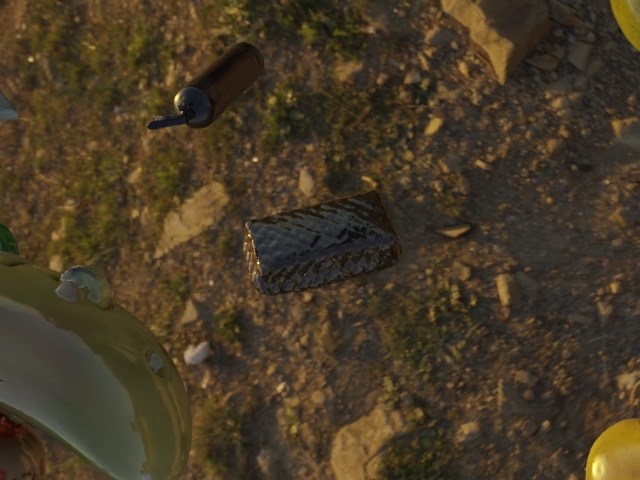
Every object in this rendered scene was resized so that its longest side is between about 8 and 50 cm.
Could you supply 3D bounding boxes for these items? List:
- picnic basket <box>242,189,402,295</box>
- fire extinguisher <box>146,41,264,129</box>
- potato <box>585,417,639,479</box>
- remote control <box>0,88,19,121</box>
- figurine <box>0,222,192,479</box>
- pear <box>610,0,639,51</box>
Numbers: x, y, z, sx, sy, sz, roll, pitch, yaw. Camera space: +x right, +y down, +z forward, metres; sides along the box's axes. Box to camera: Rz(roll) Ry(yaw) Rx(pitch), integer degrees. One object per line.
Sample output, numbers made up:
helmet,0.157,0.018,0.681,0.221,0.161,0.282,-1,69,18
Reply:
picnic basket,0.000,0.000,1.128,0.193,0.055,0.110,-15,51,-5
fire extinguisher,-0.178,-0.237,1.448,0.089,0.267,0.072,1,121,21
potato,0.448,0.276,1.007,0.300,0.140,0.173,-2,51,36
remote control,-0.394,-0.170,1.032,0.162,0.061,0.029,43,136,42
figurine,-0.230,0.106,0.601,0.325,0.124,0.222,16,93,24
pear,0.655,-0.443,1.638,0.307,0.253,0.253,34,112,-19
